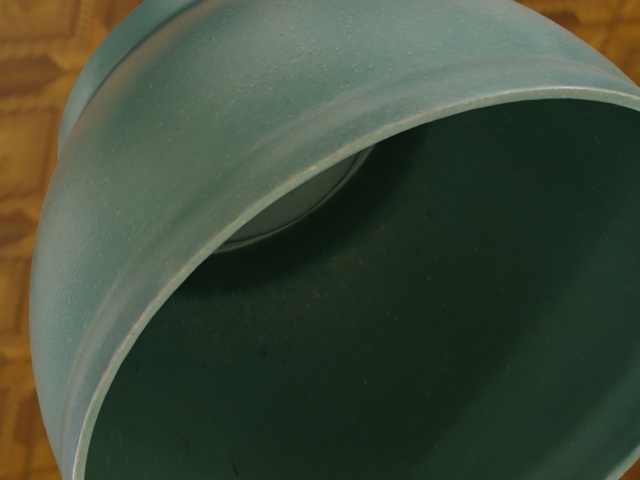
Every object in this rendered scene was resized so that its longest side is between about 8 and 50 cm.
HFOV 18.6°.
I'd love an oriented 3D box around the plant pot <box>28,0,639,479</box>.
[{"bbox_3d":[0.000,0.000,0.828,0.293,0.196,0.293,-18,137,-18],"label":"plant pot"}]
